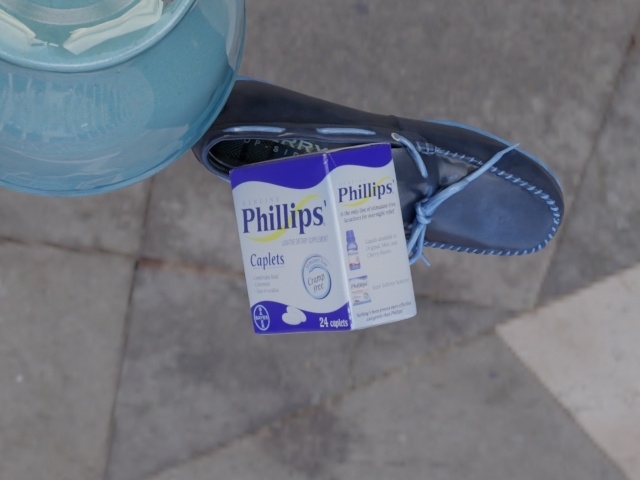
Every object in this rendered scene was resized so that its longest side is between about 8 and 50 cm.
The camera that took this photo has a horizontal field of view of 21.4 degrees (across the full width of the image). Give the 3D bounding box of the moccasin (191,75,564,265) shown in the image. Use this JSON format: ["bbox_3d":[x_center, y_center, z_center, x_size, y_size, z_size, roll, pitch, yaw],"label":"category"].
[{"bbox_3d":[0.046,-0.040,1.474,0.342,0.117,0.138,11,117,-5],"label":"moccasin"}]

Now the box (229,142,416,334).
[{"bbox_3d":[0.000,0.000,1.318,0.072,0.137,0.126,-11,-177,-39],"label":"box"}]

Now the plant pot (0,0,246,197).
[{"bbox_3d":[-0.173,-0.180,1.132,0.271,0.272,0.255,12,172,-7],"label":"plant pot"}]
